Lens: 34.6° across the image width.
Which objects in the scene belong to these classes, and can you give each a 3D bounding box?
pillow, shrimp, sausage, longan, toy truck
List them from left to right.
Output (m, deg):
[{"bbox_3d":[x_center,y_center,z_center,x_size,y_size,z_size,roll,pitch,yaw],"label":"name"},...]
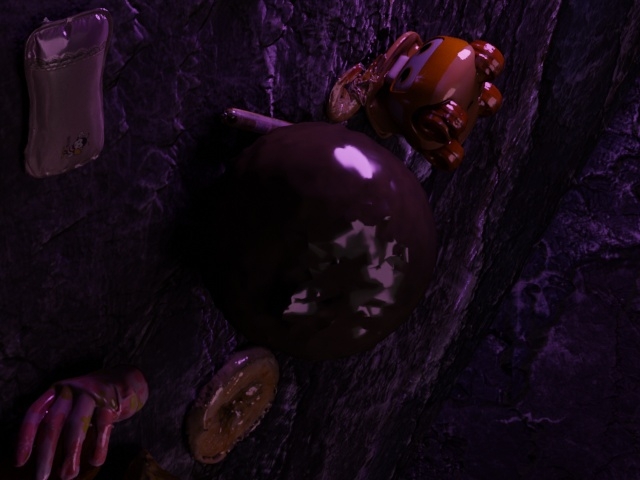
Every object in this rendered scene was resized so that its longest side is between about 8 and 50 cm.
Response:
[{"bbox_3d":[-0.316,-0.178,1.283,0.130,0.038,0.233,-31,145,-42],"label":"pillow"},{"bbox_3d":[-0.090,-0.189,1.700,0.269,0.033,0.033,3,114,-62],"label":"sausage"},{"bbox_3d":[0.000,0.000,1.663,0.391,0.391,0.391,-43,150,-32],"label":"longan"},{"bbox_3d":[0.061,-0.289,1.880,0.162,0.045,0.095,-53,134,-3],"label":"shrimp"},{"bbox_3d":[0.220,-0.272,1.978,0.204,0.211,0.288,-55,159,-14],"label":"toy truck"}]

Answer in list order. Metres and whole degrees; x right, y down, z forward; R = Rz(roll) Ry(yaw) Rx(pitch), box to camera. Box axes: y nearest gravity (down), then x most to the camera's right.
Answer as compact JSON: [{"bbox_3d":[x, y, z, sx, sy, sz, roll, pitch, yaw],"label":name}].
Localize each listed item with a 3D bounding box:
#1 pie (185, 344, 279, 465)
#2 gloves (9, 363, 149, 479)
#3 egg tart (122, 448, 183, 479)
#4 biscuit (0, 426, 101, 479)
[{"bbox_3d":[-0.175,0.335,2.090,0.274,0.055,0.274,-42,150,-32],"label":"pie"},{"bbox_3d":[-0.375,0.268,1.563,0.241,0.145,0.126,-23,128,-58],"label":"gloves"},{"bbox_3d":[-0.279,0.543,1.846,0.132,0.341,0.341,-5,137,-6],"label":"egg tart"},{"bbox_3d":[-0.410,0.347,1.564,0.224,0.144,0.033,-34,132,-56],"label":"biscuit"}]
